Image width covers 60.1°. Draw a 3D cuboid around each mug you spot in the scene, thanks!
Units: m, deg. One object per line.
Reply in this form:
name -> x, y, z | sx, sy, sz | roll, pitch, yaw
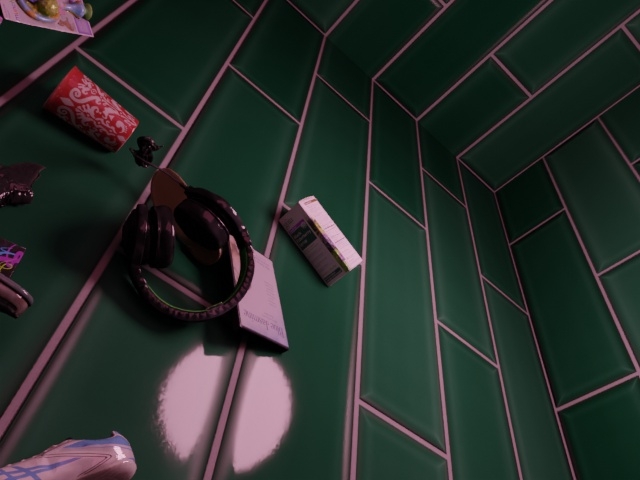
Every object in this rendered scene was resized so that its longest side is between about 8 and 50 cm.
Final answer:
mug -> -0.493, -0.291, 1.219 | 0.169, 0.113, 0.150 | 38, 34, -25

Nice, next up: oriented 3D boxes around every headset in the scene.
headset -> -0.294, -0.024, 1.131 | 0.243, 0.185, 0.394 | -21, 89, -28

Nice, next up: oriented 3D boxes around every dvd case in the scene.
dvd case -> -0.149, 0.116, 1.256 | 0.180, 0.022, 0.253 | 39, 29, -49

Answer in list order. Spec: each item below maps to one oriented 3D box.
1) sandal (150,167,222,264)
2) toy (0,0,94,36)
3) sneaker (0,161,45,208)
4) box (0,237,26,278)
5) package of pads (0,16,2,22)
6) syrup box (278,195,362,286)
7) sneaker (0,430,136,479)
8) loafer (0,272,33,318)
sandal -> -0.302, -0.050, 1.258 | 0.240, 0.088, 0.079 | 57, 0, -1
toy -> -0.660, -0.588, 1.345 | 0.237, 0.056, 0.137 | -14, 85, -62
sneaker -> -0.551, -0.085, 0.975 | 0.089, 0.051, 0.170 | 22, 37, -31
box -> -0.547, 0.049, 0.857 | 0.116, 0.029, 0.162 | 32, 37, -26
package of pads -> -0.732, -0.477, 1.185 | 0.050, 0.032, 0.083 | 38, 33, -14
syrup box -> 0.000, 0.000, 1.548 | 0.237, 0.093, 0.096 | 53, 31, 4
sneaker -> -0.373, 0.319, 0.753 | 0.237, 0.085, 0.086 | 4, 27, -46
loafer -> -0.545, 0.049, 0.767 | 0.267, 0.096, 0.084 | 32, 55, -14
